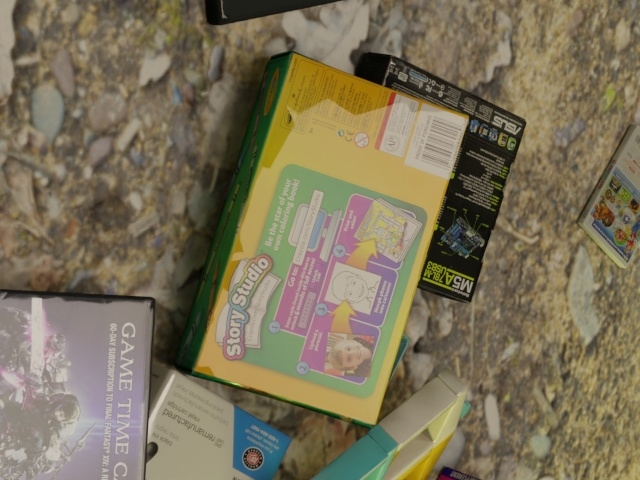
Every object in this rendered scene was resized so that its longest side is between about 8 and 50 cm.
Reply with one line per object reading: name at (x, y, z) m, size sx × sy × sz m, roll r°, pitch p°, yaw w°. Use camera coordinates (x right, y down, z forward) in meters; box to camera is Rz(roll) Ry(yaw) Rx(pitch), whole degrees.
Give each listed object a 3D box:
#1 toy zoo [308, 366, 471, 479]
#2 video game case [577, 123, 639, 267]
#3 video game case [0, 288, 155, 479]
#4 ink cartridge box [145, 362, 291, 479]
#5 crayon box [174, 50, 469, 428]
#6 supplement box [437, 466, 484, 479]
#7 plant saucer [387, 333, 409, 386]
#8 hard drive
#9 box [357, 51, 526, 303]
toy zoo at (0.032, 0.221, 1.559) m, size 0.293 × 0.030 × 0.192 m, roll -35°, pitch 158°, yaw -32°
video game case at (0.315, -0.045, 1.831) m, size 0.087 × 0.011 × 0.122 m, roll 42°, pitch 72°, yaw -37°
video game case at (-0.259, 0.132, 1.326) m, size 0.274 × 0.026 × 0.196 m, roll 4°, pitch 89°, yaw -26°
ink cartridge box at (-0.137, 0.216, 1.460) m, size 0.148 × 0.086 × 0.203 m, roll 34°, pitch 76°, yaw -38°
crayon box at (0.000, 0.000, 1.498) m, size 0.165 × 0.081 × 0.278 m, roll 18°, pitch 86°, yaw -16°
supplement box at (0.134, 0.343, 1.691) m, size 0.114 × 0.111 × 0.220 m, roll 38°, pitch 74°, yaw -37°
plant saucer at (0.004, 0.074, 1.594) m, size 0.192 × 0.018 × 0.067 m, roll 36°, pitch 75°, yaw -37°
hard drive at (-0.040, -0.237, 1.495) m, size 0.135 × 0.022 × 0.094 m, roll -17°, pitch 109°, yaw -36°
box at (0.089, -0.054, 1.623) m, size 0.190 × 0.045 × 0.184 m, roll 20°, pitch 88°, yaw -40°
